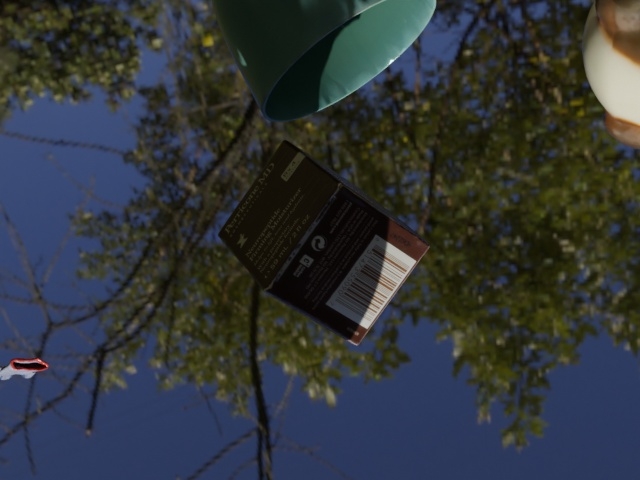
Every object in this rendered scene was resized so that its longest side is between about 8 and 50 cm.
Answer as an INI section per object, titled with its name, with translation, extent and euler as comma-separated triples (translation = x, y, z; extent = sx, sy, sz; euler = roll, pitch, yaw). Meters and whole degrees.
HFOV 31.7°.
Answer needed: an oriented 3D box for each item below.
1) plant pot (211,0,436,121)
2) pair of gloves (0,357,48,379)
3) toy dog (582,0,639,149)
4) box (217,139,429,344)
[plant pot]
translation = -0.022, -0.349, 1.609
extent = 0.293, 0.293, 0.235
euler = -30, -102, -22
[pair of gloves]
translation = -0.448, 0.159, 1.417
extent = 0.198, 0.023, 0.159
euler = 8, 164, -36
[toy dog]
translation = 0.410, -0.285, 1.166
extent = 0.396, 0.284, 0.408
euler = 18, -126, 18
[box]
translation = 0.000, 0.000, 1.488
extent = 0.168, 0.167, 0.203
euler = -55, -149, 5
